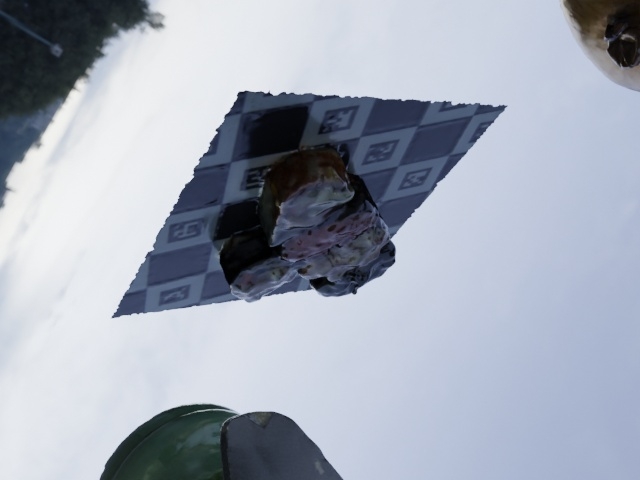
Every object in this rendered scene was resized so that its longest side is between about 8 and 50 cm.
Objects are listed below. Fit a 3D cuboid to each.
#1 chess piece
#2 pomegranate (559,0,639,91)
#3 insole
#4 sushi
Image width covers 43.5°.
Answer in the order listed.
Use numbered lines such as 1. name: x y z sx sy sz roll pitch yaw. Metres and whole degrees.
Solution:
1. chess piece: -0.049 0.254 0.617 0.298 0.176 0.175 24 -95 53
2. pomegranate: 0.294 -0.217 0.643 0.215 0.215 0.215 -40 -146 34
3. insole: 0.011 0.204 0.456 0.011 0.081 0.247 -54 -125 38
4. sushi: 0.000 0.000 0.796 0.339 0.320 0.068 -51 -125 42
